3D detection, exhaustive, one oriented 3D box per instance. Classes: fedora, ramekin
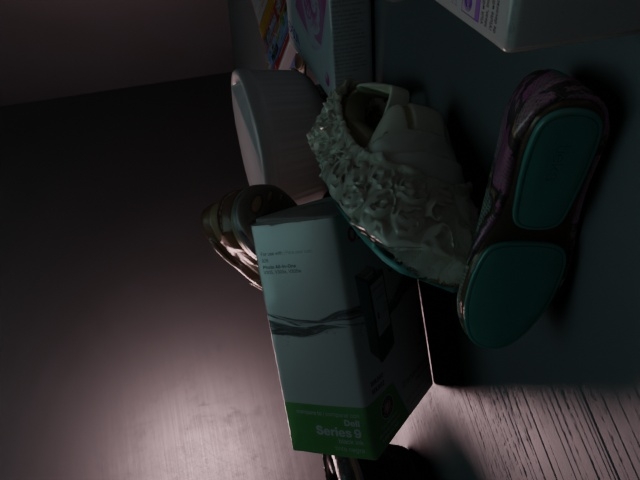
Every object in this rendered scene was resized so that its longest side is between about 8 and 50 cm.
[{"bbox_3d":[0.102,0.449,0.980,0.334,0.152,0.334,169,90,-81],"label":"fedora"},{"bbox_3d":[-0.069,-0.177,0.996,0.273,0.127,0.273,167,90,-79],"label":"ramekin"}]

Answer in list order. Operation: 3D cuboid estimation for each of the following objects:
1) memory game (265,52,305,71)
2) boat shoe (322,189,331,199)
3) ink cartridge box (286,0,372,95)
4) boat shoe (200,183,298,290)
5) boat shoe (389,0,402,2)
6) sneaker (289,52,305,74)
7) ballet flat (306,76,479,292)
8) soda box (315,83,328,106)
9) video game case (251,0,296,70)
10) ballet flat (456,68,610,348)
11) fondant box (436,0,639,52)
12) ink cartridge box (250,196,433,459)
[{"bbox_3d":[-0.073,-0.414,1.200,0.186,0.012,0.186,2,93,58],"label":"memory game"},{"bbox_3d":[0.038,-0.073,0.973,0.233,0.079,0.084,105,153,-75],"label":"boat shoe"},{"bbox_3d":[-0.002,-0.414,0.828,0.324,0.071,0.330,-113,13,-52],"label":"ink cartridge box"},{"bbox_3d":[-0.047,0.030,0.815,0.324,0.116,0.123,50,-132,-42],"label":"boat shoe"},{"bbox_3d":[0.039,-0.349,0.597,0.081,0.079,0.228,6,-119,-55],"label":"boat shoe"},{"bbox_3d":[-0.084,-0.385,1.297,0.211,0.081,0.080,105,155,-56],"label":"sneaker"},{"bbox_3d":[0.068,-0.101,0.615,0.409,0.146,0.147,-118,19,-60],"label":"ballet flat"},{"bbox_3d":[-0.003,-0.242,1.080,0.169,0.053,0.060,-112,14,-50],"label":"soda box"},{"bbox_3d":[-0.087,-0.506,1.165,0.204,0.025,0.285,123,138,-50],"label":"video game case"},{"bbox_3d":[0.149,-0.019,0.414,0.079,0.076,0.222,-83,-4,-53],"label":"ballet flat"},{"bbox_3d":[0.089,-0.290,0.332,0.330,0.096,0.238,-113,15,-48],"label":"fondant box"},{"bbox_3d":[0.039,0.092,0.718,0.211,0.121,0.290,-25,-73,-57],"label":"ink cartridge box"}]
